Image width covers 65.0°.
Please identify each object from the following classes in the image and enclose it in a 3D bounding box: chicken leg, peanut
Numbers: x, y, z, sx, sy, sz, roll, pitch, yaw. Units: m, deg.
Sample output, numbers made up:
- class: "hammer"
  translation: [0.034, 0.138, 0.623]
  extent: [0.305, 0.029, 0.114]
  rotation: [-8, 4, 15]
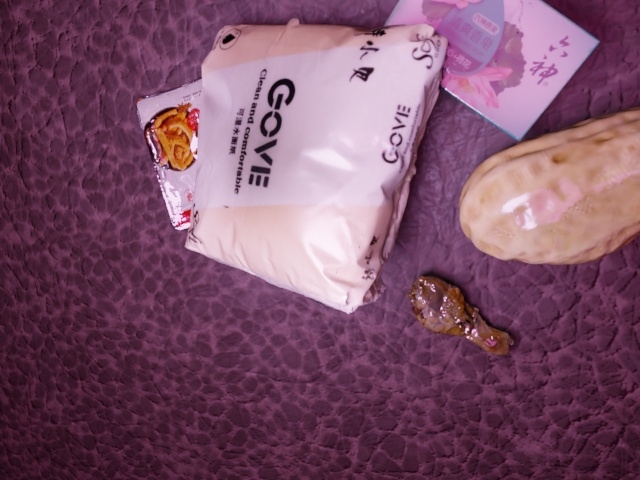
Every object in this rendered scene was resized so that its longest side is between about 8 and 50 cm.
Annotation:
- class: "chicken leg"
  translation: [0.229, 0.130, 0.827]
  extent: [0.198, 0.069, 0.085]
  rotation: [32, 89, -3]
- class: "peanut"
  translation: [0.380, -0.066, 0.660]
  extent: [0.387, 0.169, 0.192]
  rotation: [-14, 118, 18]

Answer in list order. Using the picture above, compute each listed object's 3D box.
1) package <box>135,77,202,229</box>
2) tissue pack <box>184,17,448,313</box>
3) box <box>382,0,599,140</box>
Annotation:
- class: "package"
  translation: [-0.223, -0.147, 0.876]
  extent: [0.154, 0.030, 0.239]
  rotation: [-12, 103, 17]
- class: "tissue pack"
  translation: [-0.029, -0.115, 0.721]
  extent: [0.390, 0.195, 0.376]
  rotation: [12, 96, 32]
- class: "box"
  translation: [0.218, -0.269, 0.681]
  extent: [0.245, 0.092, 0.153]
  rotation: [35, 113, 3]
